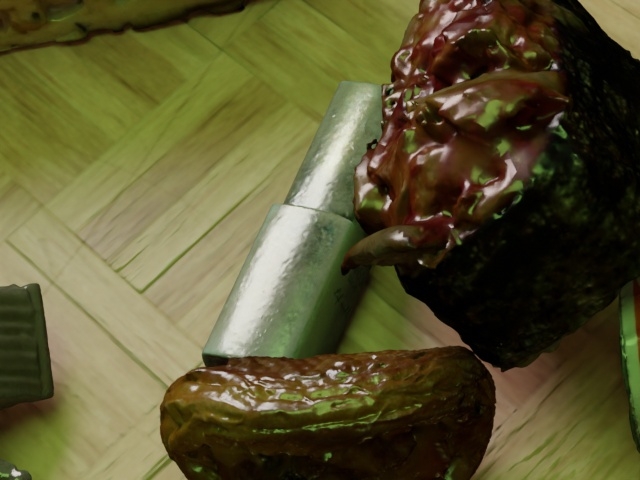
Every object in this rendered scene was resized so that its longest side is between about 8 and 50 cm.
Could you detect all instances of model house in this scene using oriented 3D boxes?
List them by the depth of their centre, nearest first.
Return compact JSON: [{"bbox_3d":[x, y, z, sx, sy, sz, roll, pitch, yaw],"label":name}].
[{"bbox_3d":[-0.286,0.115,1.185,0.188,0.122,0.229,-3,73,-7],"label":"model house"}]

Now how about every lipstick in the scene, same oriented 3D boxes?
[{"bbox_3d":[0.000,0.000,1.222,0.077,0.079,0.253,13,64,23],"label":"lipstick"}]

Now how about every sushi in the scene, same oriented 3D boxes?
[{"bbox_3d":[0.118,-0.054,1.116,0.182,0.196,0.343,35,29,-13],"label":"sushi"}]

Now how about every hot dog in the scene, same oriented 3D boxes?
[{"bbox_3d":[0.008,0.131,1.105,0.227,0.160,0.099,-11,48,4],"label":"hot dog"}]

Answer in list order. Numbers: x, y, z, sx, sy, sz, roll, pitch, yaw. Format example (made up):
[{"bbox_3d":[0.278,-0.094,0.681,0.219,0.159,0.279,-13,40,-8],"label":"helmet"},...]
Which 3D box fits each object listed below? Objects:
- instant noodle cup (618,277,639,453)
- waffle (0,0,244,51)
[{"bbox_3d":[0.310,0.072,1.086,0.212,0.193,0.193,-8,59,15],"label":"instant noodle cup"},{"bbox_3d":[-0.202,-0.272,1.307,0.376,0.261,0.114,-12,64,3],"label":"waffle"}]
